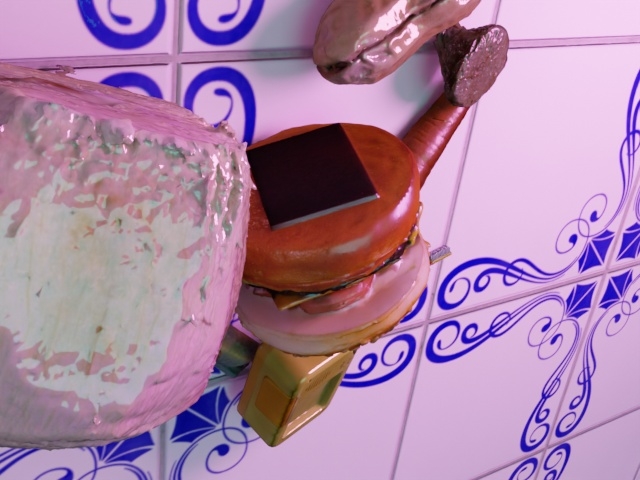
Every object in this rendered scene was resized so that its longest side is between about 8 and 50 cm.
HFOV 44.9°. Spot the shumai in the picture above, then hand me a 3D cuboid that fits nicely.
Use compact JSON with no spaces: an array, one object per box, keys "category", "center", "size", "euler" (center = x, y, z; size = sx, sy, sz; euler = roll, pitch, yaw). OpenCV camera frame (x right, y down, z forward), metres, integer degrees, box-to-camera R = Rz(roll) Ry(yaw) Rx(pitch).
[{"category":"shumai","center":[0.197,-0.256,1.083],"size":[0.099,0.087,0.124],"euler":[8,118,-52]}]

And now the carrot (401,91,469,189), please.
[{"category":"carrot","center":[0.174,-0.171,1.144],"size":[0.336,0.069,0.069],"euler":[-55,134,-3]}]

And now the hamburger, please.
[{"category":"hamburger","center":[0.000,0.000,0.982],"size":[0.291,0.291,0.225],"euler":[-33,135,-16]}]

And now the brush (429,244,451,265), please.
[{"category":"brush","center":[0.183,0.033,1.303],"size":[0.083,0.019,0.021],"euler":[-30,121,-18]}]

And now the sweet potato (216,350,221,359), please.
[{"category":"sweet potato","center":[-0.233,0.162,1.018],"size":[0.218,0.065,0.051],"euler":[-12,95,8]}]

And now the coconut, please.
[{"category":"coconut","center":[-0.262,0.029,0.724],"size":[0.404,0.404,0.404],"euler":[-19,127,-27]}]

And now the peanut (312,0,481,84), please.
[{"category":"peanut","center":[0.110,-0.298,0.967],"size":[0.290,0.130,0.130],"euler":[-40,134,-6]}]

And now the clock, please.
[{"category":"clock","center":[-0.037,0.202,1.148],"size":[0.143,0.096,0.202],"euler":[-26,152,-37]}]

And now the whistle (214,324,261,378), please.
[{"category":"whistle","center":[-0.192,0.104,1.044],"size":[0.068,0.057,0.326],"euler":[-46,135,1]}]
